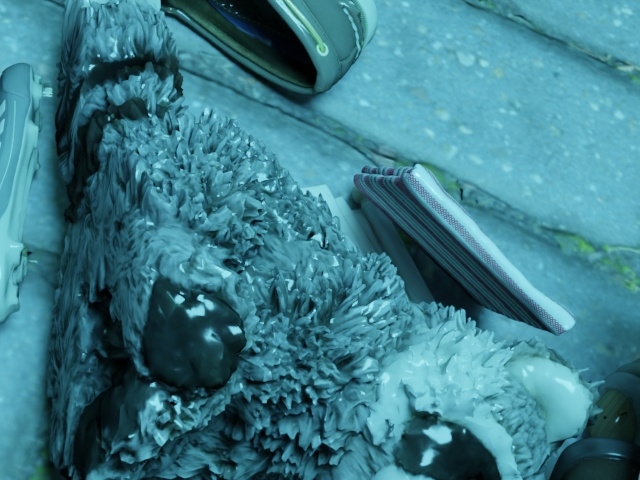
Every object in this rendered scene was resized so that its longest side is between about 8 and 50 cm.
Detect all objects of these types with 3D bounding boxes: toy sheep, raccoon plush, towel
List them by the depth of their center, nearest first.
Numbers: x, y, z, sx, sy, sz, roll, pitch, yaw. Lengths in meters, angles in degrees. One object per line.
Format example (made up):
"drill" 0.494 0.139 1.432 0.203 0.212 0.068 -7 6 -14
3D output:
"raccoon plush" 0.000 0.000 0.753 0.299 0.216 0.446 8 63 -25
"towel" 0.094 -0.002 0.812 0.144 0.197 0.029 43 87 -8
"toy sheep" 0.251 0.126 0.860 0.132 0.091 0.091 -10 64 -28

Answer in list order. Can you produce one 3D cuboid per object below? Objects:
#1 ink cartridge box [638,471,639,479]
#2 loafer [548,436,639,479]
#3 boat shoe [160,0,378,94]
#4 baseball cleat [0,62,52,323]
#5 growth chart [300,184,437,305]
"ink cartridge box" 0.269 0.151 0.729 0.071 0.324 0.330 0 49 29
"loafer" 0.144 0.217 0.687 0.080 0.220 0.078 9 31 10
"boat shoe" -0.098 -0.225 0.930 0.305 0.109 0.091 34 49 -3
"baseball cleat" -0.240 -0.041 0.786 0.109 0.072 0.206 4 54 -10
"growth chart" -0.029 0.032 0.850 0.237 0.021 0.172 -7 63 -24
